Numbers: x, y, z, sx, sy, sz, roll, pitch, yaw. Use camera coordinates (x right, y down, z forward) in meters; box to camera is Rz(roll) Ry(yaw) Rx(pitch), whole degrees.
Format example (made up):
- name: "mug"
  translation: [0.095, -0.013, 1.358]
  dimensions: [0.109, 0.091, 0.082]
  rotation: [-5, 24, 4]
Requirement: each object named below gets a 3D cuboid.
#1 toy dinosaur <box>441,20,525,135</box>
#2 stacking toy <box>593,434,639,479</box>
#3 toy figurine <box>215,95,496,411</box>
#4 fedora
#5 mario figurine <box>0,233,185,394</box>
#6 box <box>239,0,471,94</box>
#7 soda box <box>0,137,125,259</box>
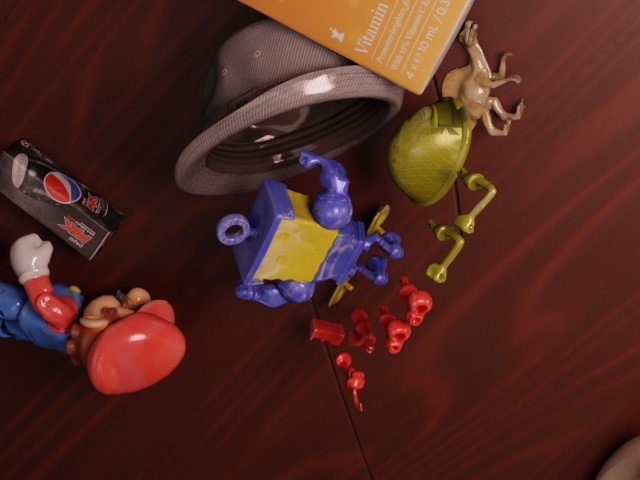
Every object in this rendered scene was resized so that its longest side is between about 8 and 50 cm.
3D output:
- name: "toy dinosaur"
  translation: [0.174, -0.149, 1.147]
  dimensions: [0.092, 0.053, 0.183]
  rotation: [20, 113, 24]
- name: "stacking toy"
  translation: [0.560, 0.428, 1.193]
  dimensions: [0.480, 0.350, 0.350]
  rotation: [11, 119, -7]
- name: "toy figurine"
  translation: [0.000, 0.000, 1.122]
  dimensions: [0.217, 0.191, 0.362]
  rotation: [13, 129, -20]
- name: "fedora"
  translation: [-0.046, -0.159, 1.129]
  dimensions: [0.275, 0.244, 0.124]
  rotation: [-28, 74, 41]
- name: "mario figurine"
  translation: [-0.312, 0.090, 1.359]
  dimensions: [0.320, 0.198, 0.170]
  rotation: [16, 92, 21]
- name: "box"
  translation: [0.009, -0.336, 1.005]
  dimensions: [0.345, 0.168, 0.215]
  rotation: [28, 134, 3]
- name: "soda box"
  translation: [-0.340, -0.054, 1.334]
  dimensions: [0.169, 0.053, 0.060]
  rotation: [37, 119, -4]
